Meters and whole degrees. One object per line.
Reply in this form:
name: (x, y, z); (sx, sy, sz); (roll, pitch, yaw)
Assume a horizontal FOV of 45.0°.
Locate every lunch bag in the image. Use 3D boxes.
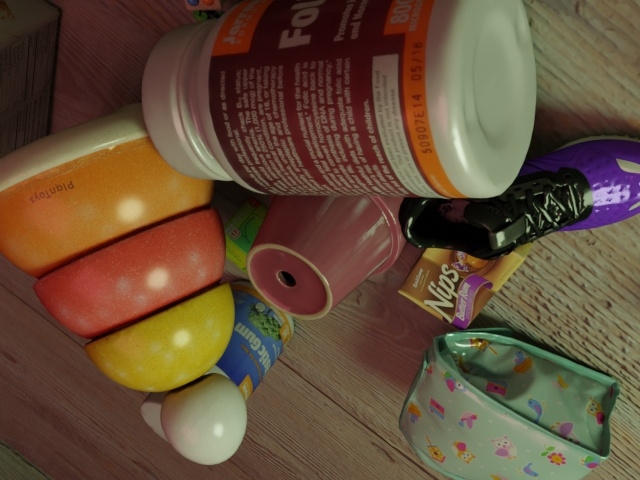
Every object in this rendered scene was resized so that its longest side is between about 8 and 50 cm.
lunch bag: (0.252, 0.248, 1.105); (0.262, 0.160, 0.223); (23, 139, 8)

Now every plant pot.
plant pot: (0.000, 0.000, 1.033); (0.201, 0.180, 0.201); (20, 138, 19)

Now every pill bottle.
pill bottle: (-0.171, 0.207, 1.283); (0.152, 0.272, 0.152); (20, 138, 19)
pill bottle: (0.010, -0.160, 0.839); (0.392, 0.224, 0.224); (3, 130, 33)

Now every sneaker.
sneaker: (0.220, -0.032, 0.833); (0.293, 0.146, 0.102); (-7, 112, 26)

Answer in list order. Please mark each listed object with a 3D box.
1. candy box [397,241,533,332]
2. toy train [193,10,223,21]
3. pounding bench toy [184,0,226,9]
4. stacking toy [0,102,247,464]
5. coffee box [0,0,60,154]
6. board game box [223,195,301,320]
candy box: (0.189, 0.033, 1.026); (0.109, 0.053, 0.187); (34, 139, 5)
toy train: (-0.127, -0.278, 0.987); (0.083, 0.017, 0.024); (28, 149, 11)
pounding bench toy: (-0.119, -0.308, 0.913); (0.083, 0.065, 0.052); (9, 132, 30)
stacking toy: (-0.237, 0.084, 1.053); (0.350, 0.350, 0.480); (-20, 92, 45)
coffee box: (-0.640, -0.241, 1.148); (0.337, 0.334, 0.338); (35, 138, 4)
board game box: (-0.067, 0.026, 1.174); (0.181, 0.092, 0.043); (41, 139, -4)
